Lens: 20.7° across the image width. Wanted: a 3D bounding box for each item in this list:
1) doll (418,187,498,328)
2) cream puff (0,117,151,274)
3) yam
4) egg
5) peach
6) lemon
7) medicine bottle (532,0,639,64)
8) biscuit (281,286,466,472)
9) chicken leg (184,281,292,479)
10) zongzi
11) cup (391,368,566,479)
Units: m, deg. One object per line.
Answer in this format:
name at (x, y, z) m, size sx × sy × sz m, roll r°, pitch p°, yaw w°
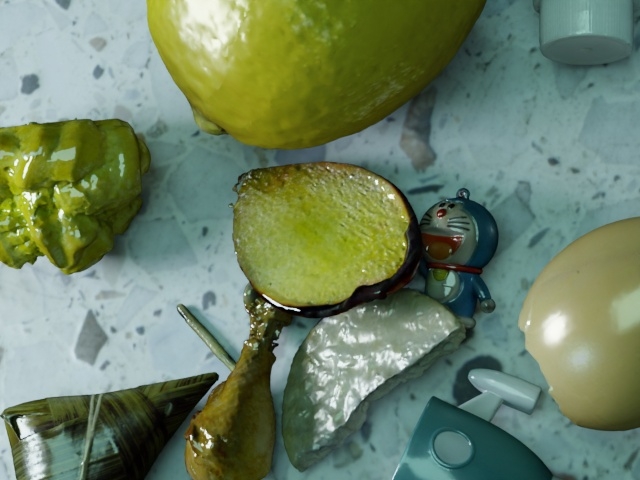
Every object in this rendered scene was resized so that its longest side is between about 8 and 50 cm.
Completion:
doll at (0.146, 0.018, 1.896) m, size 0.114 × 0.085 × 0.152 m, roll 8°, pitch 89°, yaw 35°
cream puff at (-0.300, -0.051, 1.981) m, size 0.221 × 0.195 × 0.194 m, roll -7°, pitch 75°, yaw 17°
yam at (-0.128, 0.110, 1.977) m, size 0.014 × 0.014 × 0.107 m, roll -44°, pitch 71°, yaw 1°
egg at (0.323, 0.076, 1.769) m, size 0.244 × 0.201 × 0.201 m, roll -38°, pitch 69°, yaw 26°
peach at (0.002, 0.003, 1.930) m, size 0.189 × 0.068 × 0.279 m, roll -40°, pitch 46°, yaw -11°
lemon at (-0.026, -0.258, 1.868) m, size 0.364 × 0.364 × 0.364 m, roll -3°, pitch 76°, yaw 13°
medicine bottle at (0.290, -0.322, 1.909) m, size 0.147 × 0.147 × 0.247 m, roll -2°, pitch 77°, yaw 14°
biscuit at (0.040, 0.128, 1.898) m, size 0.250 × 0.032 × 0.133 m, roll -42°, pitch 53°, yaw 17°
chicken leg at (-0.079, 0.158, 1.912) m, size 0.087 × 0.107 × 0.251 m, roll 8°, pitch 70°, yaw 20°
zongzi at (-0.213, 0.279, 1.915) m, size 0.241 × 0.111 × 0.247 m, roll -10°, pitch 79°, yaw 6°
cup at (0.161, 0.264, 1.793) m, size 0.173 × 0.167 × 0.299 m, roll 23°, pitch 58°, yaw 10°
